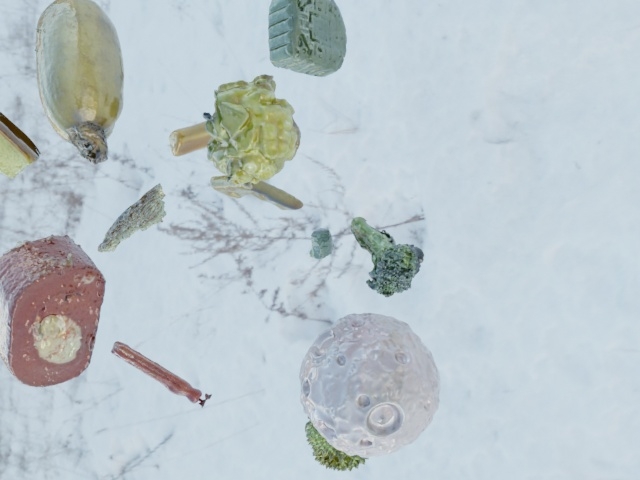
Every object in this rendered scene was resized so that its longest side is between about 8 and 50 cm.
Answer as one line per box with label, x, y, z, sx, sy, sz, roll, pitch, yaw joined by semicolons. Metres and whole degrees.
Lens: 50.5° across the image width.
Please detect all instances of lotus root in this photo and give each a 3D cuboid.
lotus root;-0.439;-0.289;1.238;0.169;0.151;0.343;-41;54;53

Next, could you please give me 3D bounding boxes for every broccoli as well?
broccoli;0.160;0.026;1.891;0.304;0.145;0.165;-124;43;-52

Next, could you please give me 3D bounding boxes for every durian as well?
durian;0.082;0.589;2.138;0.224;0.291;0.292;-2;97;31

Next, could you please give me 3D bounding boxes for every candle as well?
candle;-0.478;0.401;2.024;0.329;0.051;0.048;33;122;-9

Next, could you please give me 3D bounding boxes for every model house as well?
model house;0.000;0.000;1.988;0.066;0.078;0.083;14;129;34

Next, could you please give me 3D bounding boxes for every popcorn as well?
popcorn;-0.139;-0.210;1.289;0.218;0.169;0.189;24;126;46

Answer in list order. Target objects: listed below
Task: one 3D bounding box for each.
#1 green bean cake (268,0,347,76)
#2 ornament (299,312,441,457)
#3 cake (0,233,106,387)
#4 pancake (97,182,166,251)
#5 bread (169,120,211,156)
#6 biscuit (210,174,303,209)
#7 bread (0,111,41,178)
green bean cake;-0.034;-0.589;1.931;0.124;0.227;0.223;-6;86;44
ornament;0.089;0.260;1.219;0.225;0.259;0.260;-115;32;-69
cake;-0.513;0.130;1.257;0.151;0.176;0.283;40;120;38
pancake;-0.520;-0.054;1.974;0.244;0.057;0.266;9;61;47
bread;-0.404;-0.347;2.247;0.074;0.239;0.093;44;131;17
biscuit;-0.157;-0.114;1.618;0.183;0.174;0.039;7;79;46
bread;-0.452;-0.171;0.844;0.049;0.226;0.088;-44;21;-2
